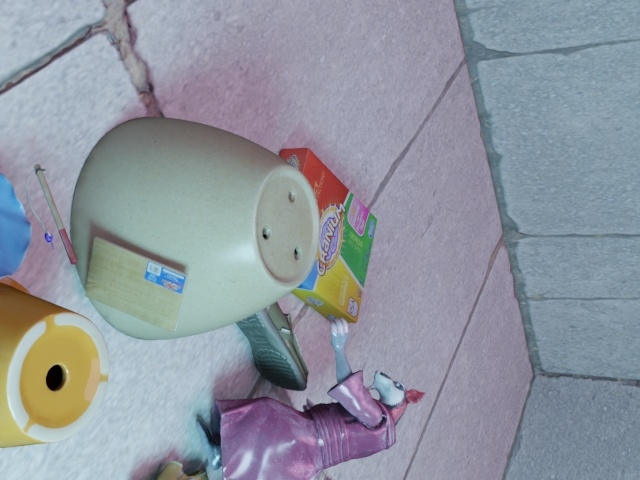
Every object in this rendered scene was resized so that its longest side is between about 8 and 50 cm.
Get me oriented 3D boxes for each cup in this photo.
[{"bbox_3d":[-0.142,-0.016,1.055,0.331,0.237,0.331,-2,93,-59],"label":"cup"}]

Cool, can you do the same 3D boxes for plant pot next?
[{"bbox_3d":[-0.333,0.132,0.776,0.205,0.188,0.205,0,90,-59],"label":"plant pot"}]

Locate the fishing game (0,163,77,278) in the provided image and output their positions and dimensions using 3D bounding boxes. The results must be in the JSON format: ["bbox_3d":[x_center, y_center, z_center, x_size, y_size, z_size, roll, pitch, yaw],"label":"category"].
[{"bbox_3d":[-0.380,-0.032,0.754,0.264,0.041,0.189,-4,60,-47],"label":"fishing game"}]

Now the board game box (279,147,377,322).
[{"bbox_3d":[0.000,0.000,1.466,0.316,0.064,0.242,40,56,-53],"label":"board game box"}]

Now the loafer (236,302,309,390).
[{"bbox_3d":[-0.075,0.164,1.309,0.087,0.094,0.251,-54,134,-40],"label":"loafer"}]

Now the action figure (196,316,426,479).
[{"bbox_3d":[0.004,0.312,1.187,0.248,0.370,0.275,85,-14,-45],"label":"action figure"}]

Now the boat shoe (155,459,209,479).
[{"bbox_3d":[-0.221,0.361,1.101,0.190,0.068,0.072,42,40,-66],"label":"boat shoe"}]

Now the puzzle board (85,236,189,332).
[{"bbox_3d":[-0.234,0.056,0.949,0.011,0.128,0.096,-63,174,-58],"label":"puzzle board"}]
